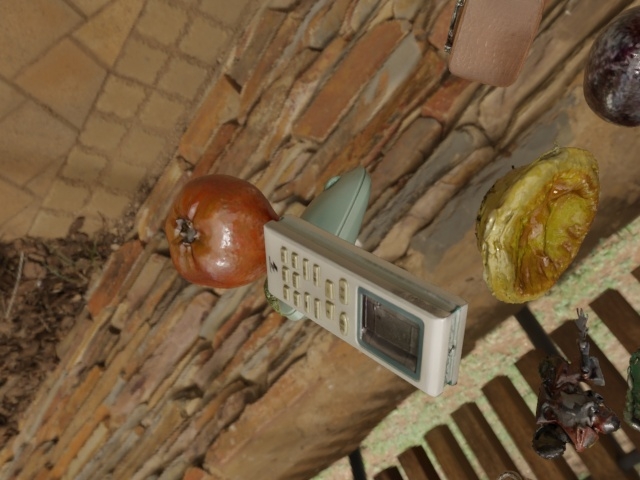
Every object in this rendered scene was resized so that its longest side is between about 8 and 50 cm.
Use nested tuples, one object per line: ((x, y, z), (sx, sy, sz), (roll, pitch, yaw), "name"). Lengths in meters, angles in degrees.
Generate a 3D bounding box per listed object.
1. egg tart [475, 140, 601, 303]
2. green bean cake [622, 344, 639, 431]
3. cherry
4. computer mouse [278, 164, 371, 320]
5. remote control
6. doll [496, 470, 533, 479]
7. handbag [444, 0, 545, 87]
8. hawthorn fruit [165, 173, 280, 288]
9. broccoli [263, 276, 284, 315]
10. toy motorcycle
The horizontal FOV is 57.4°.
((0.396, -0.032, 1.111), (0.341, 0.132, 0.341), (-23, 129, -31), "egg tart")
((0.544, 0.226, 0.782), (0.132, 0.241, 0.255), (-49, 138, -11), "green bean cake")
((0.709, -0.379, 1.286), (0.255, 0.218, 0.296), (-33, 140, 6), "cherry")
((-0.006, -0.001, 1.007), (0.097, 0.159, 0.288), (19, 85, -15), "computer mouse")
((0.036, 0.064, 0.670), (0.056, 0.277, 0.102), (-24, 126, -36), "remote control")
((0.376, 0.626, 1.240), (0.119, 0.154, 0.278), (38, 90, -31), "doll")
((0.306, -0.377, 1.048), (0.151, 0.072, 0.193), (10, 143, 6), "handbag")
((-0.141, -0.013, 0.981), (0.225, 0.196, 0.196), (3, 135, -51), "hawthorn fruit")
((-0.073, 0.113, 1.364), (0.120, 0.130, 0.131), (22, 166, -23), "broccoli")
((0.672, 0.377, 1.536), (0.207, 0.401, 0.134), (-7, 141, 34), "toy motorcycle")
